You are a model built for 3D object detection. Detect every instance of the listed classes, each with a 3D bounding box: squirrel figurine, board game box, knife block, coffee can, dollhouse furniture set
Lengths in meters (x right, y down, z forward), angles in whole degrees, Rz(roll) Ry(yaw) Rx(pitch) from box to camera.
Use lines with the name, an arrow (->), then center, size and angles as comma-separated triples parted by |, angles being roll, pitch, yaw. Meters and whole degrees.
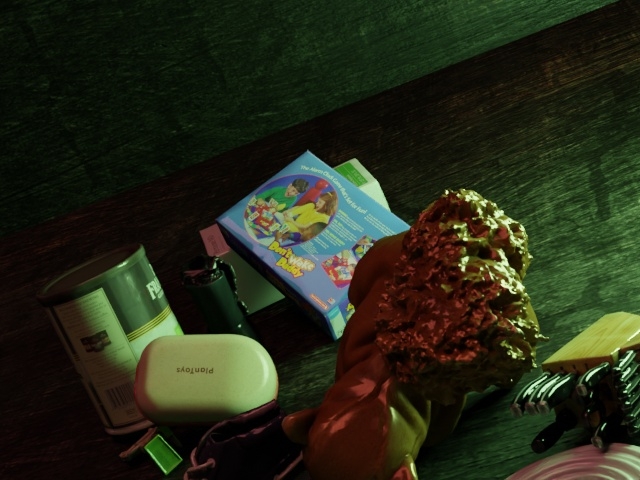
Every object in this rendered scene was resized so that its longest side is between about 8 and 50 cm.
squirrel figurine -> 0.112, 0.143, 1.444 | 0.370, 0.281, 0.397 | -48, -11, -38
board game box -> 0.000, 0.000, 2.119 | 0.233, 0.078, 0.347 | -38, 49, -15
knife block -> 0.322, 0.173, 1.395 | 0.242, 0.088, 0.276 | -17, 5, -8
coffee can -> -0.345, 0.171, 2.011 | 0.202, 0.275, 0.201 | -23, 13, 5
dollhouse furniture set -> -0.270, 0.347, 1.877 | 0.076, 0.058, 0.152 | -41, 5, -23

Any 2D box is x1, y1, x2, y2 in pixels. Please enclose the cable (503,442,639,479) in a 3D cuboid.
cable -> 0.271, 0.316, 1.216 | 0.257, 0.089, 0.257 | -19, 20, 14

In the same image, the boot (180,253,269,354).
boot -> -0.187, 0.115, 2.107 | 0.094, 0.207, 0.246 | -28, 19, -10

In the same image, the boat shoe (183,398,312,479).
boat shoe -> -0.158, 0.344, 1.545 | 0.341, 0.158, 0.127 | -28, 19, -11

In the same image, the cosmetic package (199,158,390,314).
cosmetic package -> -0.044, -0.006, 2.339 | 0.366, 0.155, 0.197 | -25, 22, -5

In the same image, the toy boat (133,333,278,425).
toy boat -> -0.183, 0.244, 1.889 | 0.231, 0.151, 0.151 | 0, 62, 5
